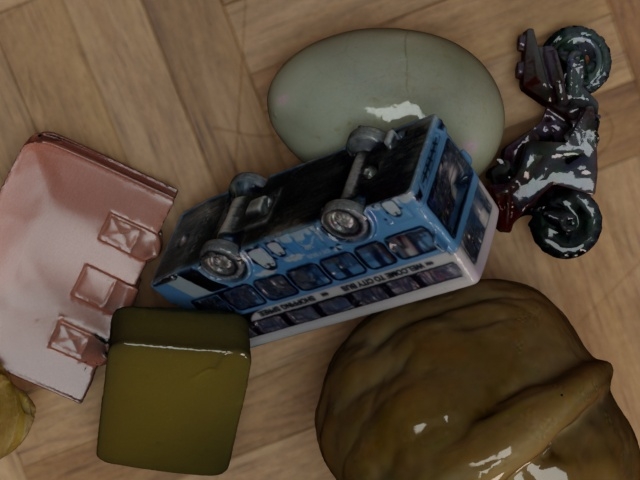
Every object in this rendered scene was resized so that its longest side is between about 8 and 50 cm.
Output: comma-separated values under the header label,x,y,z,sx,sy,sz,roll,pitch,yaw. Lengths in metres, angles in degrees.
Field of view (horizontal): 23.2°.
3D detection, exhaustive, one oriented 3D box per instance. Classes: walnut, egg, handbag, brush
label,x,y,z,sx,sy,sz,roll,pitch,yaw
walnut,0.139,0.181,1.369,0.285,0.285,0.296,-32,79,1
egg,0.057,-0.111,1.366,0.209,0.151,0.151,7,99,-3
handbag,-0.234,0.023,1.412,0.157,0.059,0.212,24,98,-7
brush,-0.132,0.134,1.389,0.123,0.059,0.197,5,140,-8

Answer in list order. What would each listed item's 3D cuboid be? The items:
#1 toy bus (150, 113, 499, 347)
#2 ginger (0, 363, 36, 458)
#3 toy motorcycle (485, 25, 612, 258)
label,x,y,z,sx,sy,sz,roll,pitch,yaw
toy bus,0.000,0.000,1.319,0.297,0.106,0.131,-17,128,38
ginger,-0.470,0.222,1.384,0.348,0.122,0.363,23,113,-16
toy motorcycle,0.200,-0.091,1.422,0.122,0.082,0.213,5,88,-5
